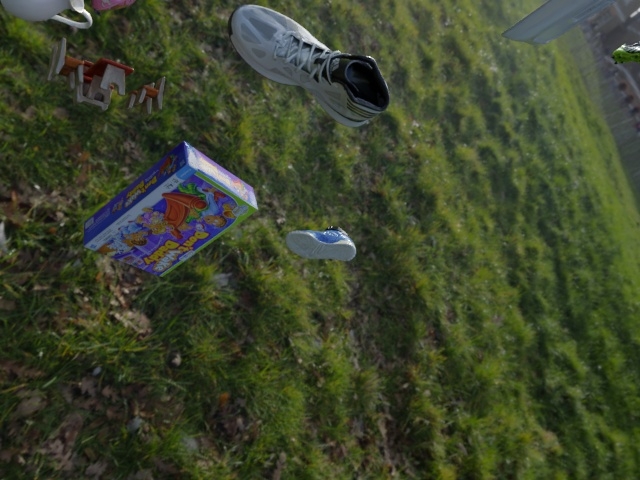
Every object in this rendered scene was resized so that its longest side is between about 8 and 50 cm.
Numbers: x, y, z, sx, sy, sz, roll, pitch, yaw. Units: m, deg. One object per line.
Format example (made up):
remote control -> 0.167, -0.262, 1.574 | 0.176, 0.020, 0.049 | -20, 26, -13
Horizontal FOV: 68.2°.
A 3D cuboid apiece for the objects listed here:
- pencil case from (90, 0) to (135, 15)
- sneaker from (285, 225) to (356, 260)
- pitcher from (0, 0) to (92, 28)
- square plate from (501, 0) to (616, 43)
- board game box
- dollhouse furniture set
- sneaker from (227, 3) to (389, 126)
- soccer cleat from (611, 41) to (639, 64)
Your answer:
pencil case -> -0.621, -0.822, 1.254 | 0.160, 0.167, 0.386 | -96, 170, -56
sneaker -> 0.000, 0.001, 1.027 | 0.152, 0.058, 0.084 | 8, 21, -3
pitcher -> -0.804, -0.696, 1.395 | 0.178, 0.207, 0.125 | 86, -1, -62
square plate -> 0.616, -0.553, 1.083 | 0.347, 0.344, 0.049 | -30, 93, -53
board game box -> -0.361, -0.060, 1.149 | 0.233, 0.347, 0.078 | 33, 31, -49
dollhouse furniture set -> -0.588, -0.443, 1.277 | 0.262, 0.259, 0.135 | 11, 85, -41
sneaker -> -0.008, -0.454, 1.158 | 0.447, 0.169, 0.257 | 30, -4, -17
soccer cleat -> 0.982, -0.571, 1.441 | 0.060, 0.072, 0.179 | 43, 2, -34
